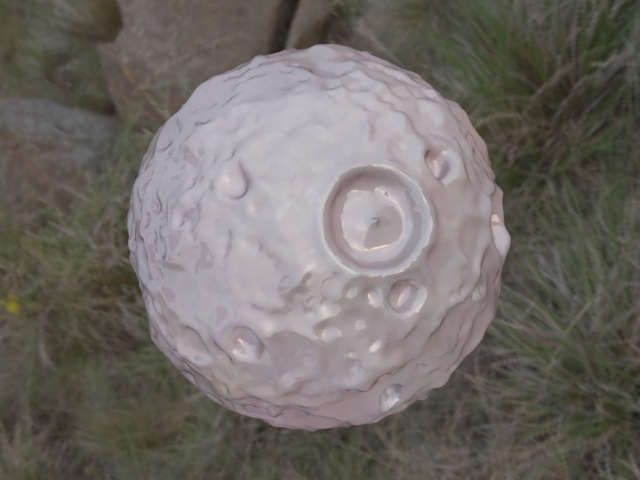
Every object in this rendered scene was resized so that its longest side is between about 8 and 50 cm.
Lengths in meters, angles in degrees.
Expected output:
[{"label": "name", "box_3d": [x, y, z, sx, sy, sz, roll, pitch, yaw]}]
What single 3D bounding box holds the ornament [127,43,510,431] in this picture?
[{"label": "ornament", "box_3d": [0.000, 0.000, 0.757, 0.259, 0.259, 0.225, -68, 13, -13]}]
